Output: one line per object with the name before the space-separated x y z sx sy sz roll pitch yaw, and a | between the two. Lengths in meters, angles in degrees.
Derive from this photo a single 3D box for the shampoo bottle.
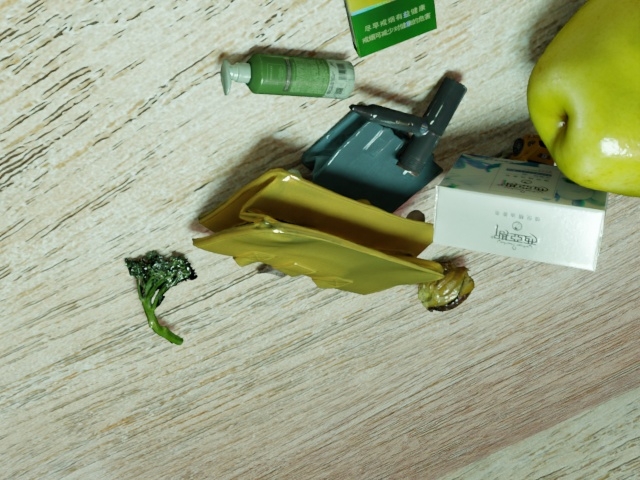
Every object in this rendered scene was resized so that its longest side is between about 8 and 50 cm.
shampoo bottle | -0.051 -0.245 1.160 0.205 0.065 0.065 -2 139 -26

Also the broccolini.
broccolini | -0.287 0.115 1.502 0.123 0.062 0.271 -5 138 2

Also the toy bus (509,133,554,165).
toy bus | 0.392 -0.105 1.489 0.083 0.088 0.194 10 124 -23

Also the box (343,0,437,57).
box | 0.092 -0.375 1.092 0.132 0.034 0.235 -21 144 0

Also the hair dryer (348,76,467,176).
hair dryer | 0.137 -0.215 1.263 0.195 0.050 0.173 24 98 -40

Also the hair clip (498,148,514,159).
hair clip | 0.387 -0.116 1.571 0.146 0.056 0.187 -6 132 -19

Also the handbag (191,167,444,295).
handbag | 0.000 0.000 1.388 0.401 0.133 0.283 15 156 -33

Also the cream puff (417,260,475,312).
cream puff | 0.277 0.099 1.732 0.133 0.119 0.104 -21 112 38

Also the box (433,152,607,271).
box | 0.353 -0.058 1.348 0.274 0.203 0.116 11 117 19

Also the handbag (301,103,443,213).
handbag | 0.099 -0.136 1.378 0.179 0.062 0.229 -39 141 22

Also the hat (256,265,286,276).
hat | -0.091 0.049 1.545 0.058 0.042 0.087 9 168 -31

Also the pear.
pear | 0.536 -0.248 1.223 0.418 0.362 0.362 -23 145 -10
